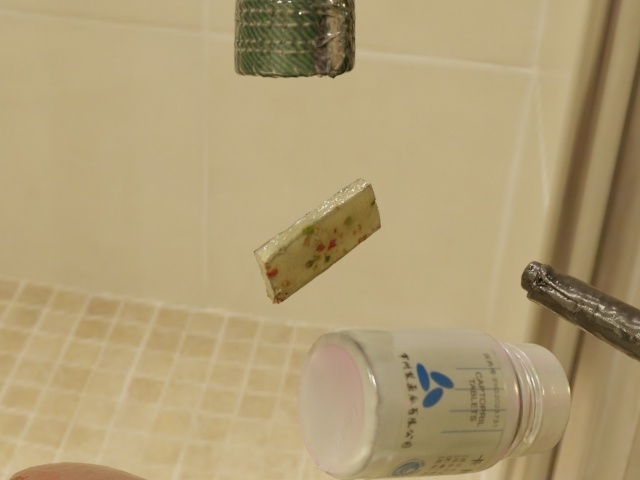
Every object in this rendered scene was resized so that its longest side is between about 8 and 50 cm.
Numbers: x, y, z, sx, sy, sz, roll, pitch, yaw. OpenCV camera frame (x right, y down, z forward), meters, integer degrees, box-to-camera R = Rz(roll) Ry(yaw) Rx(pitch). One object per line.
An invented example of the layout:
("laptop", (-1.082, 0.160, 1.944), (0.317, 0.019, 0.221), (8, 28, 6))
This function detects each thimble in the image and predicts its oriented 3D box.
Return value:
("thimble", (-0.026, -0.203, 1.162), (0.118, 0.090, 0.135), (-3, 13, -7))

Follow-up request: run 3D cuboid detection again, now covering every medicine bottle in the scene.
("medicine bottle", (0.132, 0.183, 1.370), (0.293, 0.170, 0.170), (3, 28, -33))

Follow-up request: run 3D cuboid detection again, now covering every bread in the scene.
("bread", (0.000, 0.000, 1.256), (0.153, 0.068, 0.028), (-35, 42, -22))

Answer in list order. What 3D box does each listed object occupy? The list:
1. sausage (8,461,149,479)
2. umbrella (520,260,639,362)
("sausage", (-0.100, 0.220, 0.716), (0.254, 0.148, 0.148), (20, 35, 18))
("umbrella", (0.186, 0.050, 0.768), (0.133, 0.036, 0.031), (29, 69, 30))
